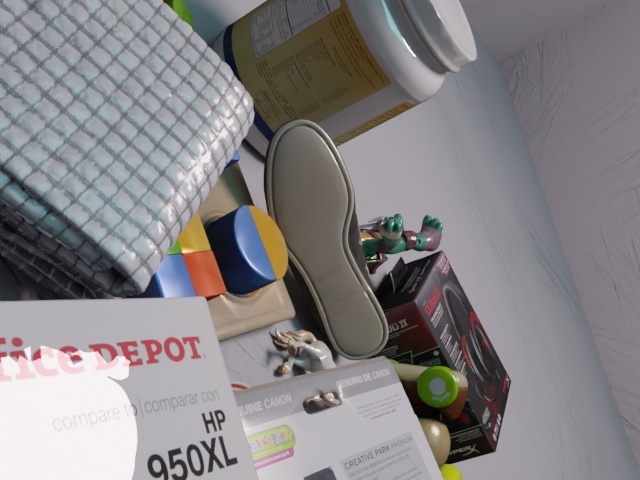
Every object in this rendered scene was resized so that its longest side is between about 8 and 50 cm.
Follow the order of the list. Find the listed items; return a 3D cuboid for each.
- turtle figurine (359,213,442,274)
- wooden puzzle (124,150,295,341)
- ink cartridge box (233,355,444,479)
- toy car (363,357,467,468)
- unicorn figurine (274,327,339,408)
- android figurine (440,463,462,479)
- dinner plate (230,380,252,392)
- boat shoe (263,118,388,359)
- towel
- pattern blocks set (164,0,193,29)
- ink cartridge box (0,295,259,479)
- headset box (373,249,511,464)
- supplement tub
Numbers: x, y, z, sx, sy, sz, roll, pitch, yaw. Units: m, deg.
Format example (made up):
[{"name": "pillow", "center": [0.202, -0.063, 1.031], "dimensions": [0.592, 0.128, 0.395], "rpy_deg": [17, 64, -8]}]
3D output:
[{"name": "turtle figurine", "center": [0.066, -0.008, 1.154], "dimensions": [0.234, 0.175, 0.118], "rpy_deg": [-2, 113, -44]}, {"name": "wooden puzzle", "center": [-0.149, -0.050, 0.814], "dimensions": [0.348, 0.081, 0.322], "rpy_deg": [-7, 74, -64]}, {"name": "ink cartridge box", "center": [-0.003, 0.268, 0.705], "dimensions": [0.309, 0.130, 0.271], "rpy_deg": [2, 61, -56]}, {"name": "toy car", "center": [0.112, 0.255, 1.015], "dimensions": [0.155, 0.149, 0.188], "rpy_deg": [41, 56, -76]}, {"name": "unicorn figurine", "center": [0.006, 0.176, 0.933], "dimensions": [0.111, 0.060, 0.161], "rpy_deg": [11, 59, -59]}, {"name": "android figurine", "center": [0.189, 0.427, 1.027], "dimensions": [0.273, 0.056, 0.248], "rpy_deg": [-7, 81, -70]}, {"name": "dinner plate", "center": [-0.079, 0.214, 0.788], "dimensions": [0.141, 0.017, 0.141], "rpy_deg": [45, 32, -38]}, {"name": "boat shoe", "center": [0.000, 0.000, 0.991], "dimensions": [0.095, 0.112, 0.335], "rpy_deg": [-126, -164, -67]}, {"name": "towel", "center": [-0.217, -0.110, 0.621], "dimensions": [0.284, 0.121, 0.235], "rpy_deg": [42, 52, -18]}, {"name": "pattern blocks set", "center": [-0.254, -0.341, 0.934], "dimensions": [0.285, 0.026, 0.324], "rpy_deg": [29, 43, -51]}, {"name": "ink cartridge box", "center": [-0.155, 0.239, 0.446], "dimensions": [0.285, 0.166, 0.394], "rpy_deg": [7, 61, -61]}, {"name": "headset box", "center": [0.178, 0.167, 1.211], "dimensions": [0.293, 0.110, 0.218], "rpy_deg": [62, 26, -8]}, {"name": "supplement tub", "center": [0.033, -0.263, 1.073], "dimensions": [0.228, 0.316, 0.228], "rpy_deg": [44, 33, -38]}]
